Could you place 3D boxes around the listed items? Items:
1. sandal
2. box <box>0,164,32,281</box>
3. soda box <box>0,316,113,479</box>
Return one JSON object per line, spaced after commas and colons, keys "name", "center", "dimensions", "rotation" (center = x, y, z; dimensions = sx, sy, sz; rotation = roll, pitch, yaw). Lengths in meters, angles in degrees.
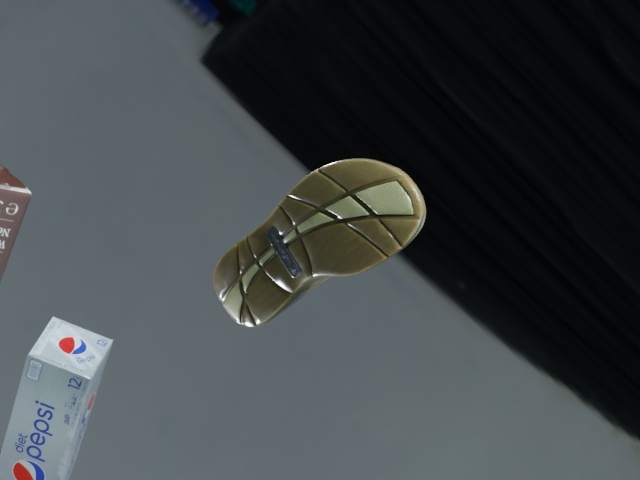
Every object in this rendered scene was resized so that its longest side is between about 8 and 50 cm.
{"name": "sandal", "center": [0.000, 0.000, 0.875], "dimensions": [0.180, 0.072, 0.049], "rotation": [-35, -10, 39]}
{"name": "box", "center": [-0.407, 0.094, 1.112], "dimensions": [0.143, 0.191, 0.381], "rotation": [32, 104, 40]}
{"name": "soda box", "center": [-0.367, 0.249, 1.813], "dimensions": [0.098, 0.091, 0.286], "rotation": [-70, 1, -59]}
